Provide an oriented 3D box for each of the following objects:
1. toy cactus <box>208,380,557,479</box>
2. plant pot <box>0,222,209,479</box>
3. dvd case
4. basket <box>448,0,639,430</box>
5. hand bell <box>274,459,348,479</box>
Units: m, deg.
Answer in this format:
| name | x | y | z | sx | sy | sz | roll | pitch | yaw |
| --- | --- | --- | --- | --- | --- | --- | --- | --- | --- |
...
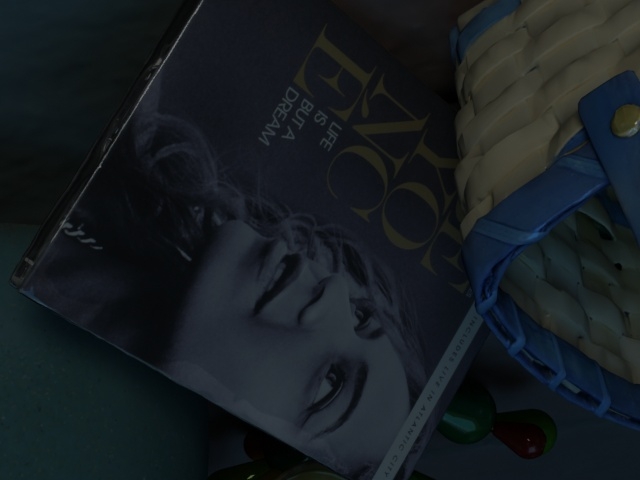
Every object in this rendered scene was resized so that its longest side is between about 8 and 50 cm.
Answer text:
| name | x | y | z | sx | sy | sz | roll | pitch | yaw |
| --- | --- | --- | --- | --- | --- | --- | --- | --- | --- |
| toy cactus | 0.032 | 0.116 | 0.753 | 0.219 | 0.112 | 0.180 | -4 | 131 | 2 |
| plant pot | -0.176 | 0.150 | 0.590 | 0.290 | 0.195 | 0.290 | -15 | 155 | -7 |
| dvd case | 0.000 | 0.000 | 0.553 | 0.221 | 0.018 | 0.164 | 36 | 81 | -37 |
| basket | 0.180 | 0.016 | 0.508 | 0.201 | 0.289 | 0.255 | -38 | 133 | 20 |
| hand bell | -0.079 | 0.199 | 0.723 | 0.242 | 0.126 | 0.126 | -18 | 147 | 40 |
